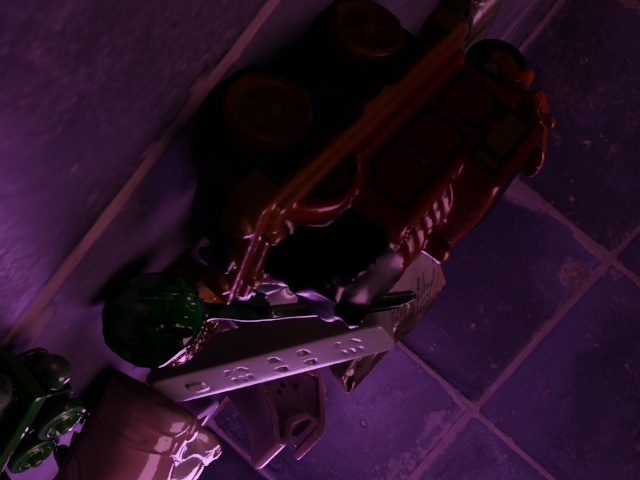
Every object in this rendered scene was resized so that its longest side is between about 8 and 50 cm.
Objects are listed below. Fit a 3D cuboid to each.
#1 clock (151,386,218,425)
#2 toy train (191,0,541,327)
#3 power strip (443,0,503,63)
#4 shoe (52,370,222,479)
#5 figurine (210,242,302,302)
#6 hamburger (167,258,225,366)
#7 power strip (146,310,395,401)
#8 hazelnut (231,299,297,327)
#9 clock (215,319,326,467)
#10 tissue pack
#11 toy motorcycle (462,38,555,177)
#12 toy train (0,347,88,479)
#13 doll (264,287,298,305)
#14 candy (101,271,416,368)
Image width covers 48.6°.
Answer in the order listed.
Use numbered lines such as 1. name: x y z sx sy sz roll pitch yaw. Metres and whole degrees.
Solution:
1. clock: -0.341 0.399 1.369 0.338 0.102 0.338 -49 173 -8
2. toy train: 0.048 -0.076 0.653 0.369 0.231 0.163 -46 170 -34
3. power strip: 0.227 -0.339 1.132 0.092 0.066 0.387 -48 176 3
4. shoe: -0.272 0.317 1.005 0.198 0.171 0.351 -57 165 -21
5. figurine: -0.002 -0.014 0.781 0.185 0.234 0.127 84 -2 -51
6. hamburger: -0.163 0.091 0.848 0.126 0.081 0.141 -42 169 -50
7. power strip: -0.084 0.163 1.033 0.385 0.062 0.091 -17 144 14
8. hazelnut: -0.050 0.065 1.100 0.204 0.178 0.178 -52 174 -4
9. clock: -0.115 0.306 1.381 0.080 0.275 0.290 -50 -158 21
10. tissue pack: 0.113 0.069 1.494 0.195 0.376 0.390 2 -150 43
11. toy motorcycle: 0.199 -0.157 1.018 0.325 0.221 0.148 -30 162 -14
12. toy train: -0.293 0.190 0.583 0.251 0.085 0.119 -56 157 20
13. doll: -0.007 0.014 0.960 0.278 0.119 0.154 -3 115 -42
14. candy: -0.055 0.070 0.725 0.323 0.097 0.097 -3 158 -14
